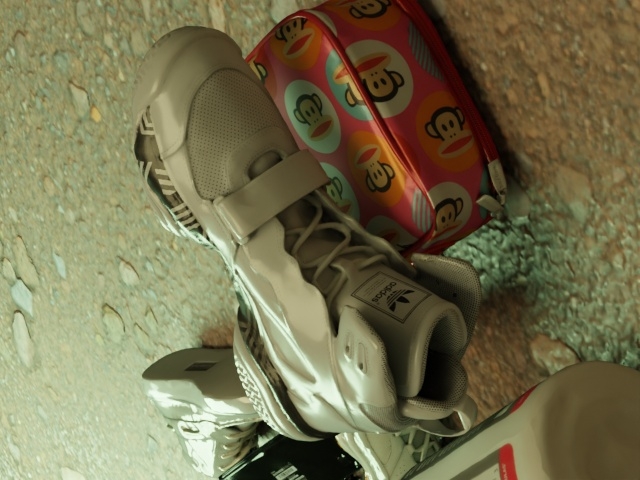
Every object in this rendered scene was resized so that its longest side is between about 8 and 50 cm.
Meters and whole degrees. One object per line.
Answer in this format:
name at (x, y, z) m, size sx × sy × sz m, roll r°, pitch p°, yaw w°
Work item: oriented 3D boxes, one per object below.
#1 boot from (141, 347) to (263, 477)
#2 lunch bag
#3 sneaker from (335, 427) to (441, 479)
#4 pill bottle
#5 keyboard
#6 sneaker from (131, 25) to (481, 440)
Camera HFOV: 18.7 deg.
boot at (-0.084, 0.180, 1.977) m, size 0.258 × 0.095 × 0.123 m, roll 2°, pitch 122°, yaw 61°
lunch bag at (0.022, -0.052, 1.628) m, size 0.258 × 0.120 × 0.293 m, roll 62°, pitch 146°, yaw 3°
sneaker at (0.089, 0.202, 1.747) m, size 0.121 × 0.099 × 0.262 m, roll 24°, pitch 138°, yaw 35°
pill bottle at (0.153, 0.233, 1.560) m, size 0.176 × 0.176 × 0.318 m, roll 58°, pitch 140°, yaw 8°
keyboard at (-0.017, 0.229, 1.936) m, size 0.100 × 0.038 × 0.192 m, roll 43°, pitch 139°, yaw -8°
sneaker at (0.000, 0.000, 1.491) m, size 0.210 × 0.137 × 0.366 m, roll 4°, pitch 123°, yaw 48°
